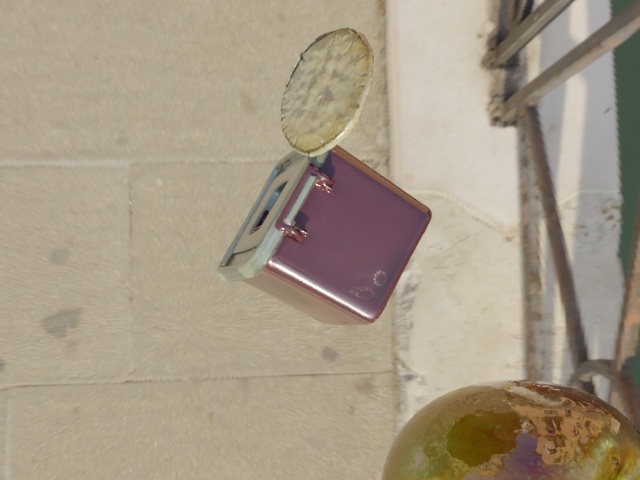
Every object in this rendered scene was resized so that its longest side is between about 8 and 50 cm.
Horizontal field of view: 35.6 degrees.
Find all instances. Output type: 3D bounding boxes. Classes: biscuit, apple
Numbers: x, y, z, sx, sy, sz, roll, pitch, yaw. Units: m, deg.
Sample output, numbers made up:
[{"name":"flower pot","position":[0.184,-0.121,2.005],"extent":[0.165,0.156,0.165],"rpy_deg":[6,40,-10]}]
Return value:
[{"name":"biscuit","position":[0.005,-0.164,1.086],"extent":[0.020,0.152,0.152],"rpy_deg":[19,81,-37]},{"name":"apple","position":[0.269,0.369,1.356],"extent":[0.384,0.374,0.374],"rpy_deg":[33,80,-36]}]

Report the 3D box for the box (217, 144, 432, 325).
[{"name":"box","position":[0.000,0.000,1.218],"extent":[0.168,0.294,0.193],"rpy_deg":[32,79,-10]}]
